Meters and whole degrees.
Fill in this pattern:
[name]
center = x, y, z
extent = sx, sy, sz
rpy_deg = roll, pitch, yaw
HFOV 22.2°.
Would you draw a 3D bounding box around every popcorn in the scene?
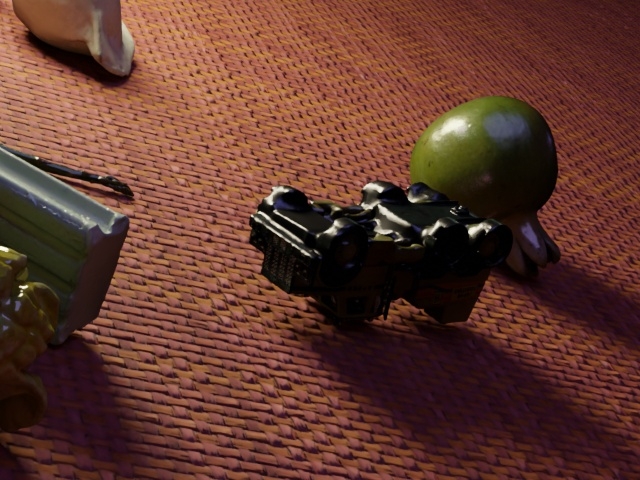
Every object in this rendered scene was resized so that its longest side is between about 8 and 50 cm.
[popcorn]
center = -0.256, 0.062, 1.159
extent = 0.162, 0.136, 0.141
rpy_deg = 26, 29, 2

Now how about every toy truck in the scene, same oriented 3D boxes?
[toy truck]
center = 0.054, 0.016, 1.584
extent = 0.257, 0.127, 0.127
rpy_deg = 2, 23, -41

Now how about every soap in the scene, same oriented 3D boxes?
[soap]
center = -0.265, -0.010, 1.345
extent = 0.198, 0.115, 0.063
rpy_deg = 30, 23, 15

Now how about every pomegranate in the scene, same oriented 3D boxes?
[pomegranate]
center = 0.196, -0.067, 1.866
extent = 0.179, 0.179, 0.210
rpy_deg = 8, 38, -32

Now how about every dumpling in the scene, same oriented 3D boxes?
[dumpling]
center = -0.302, -0.296, 1.981
extent = 0.215, 0.126, 0.166
rpy_deg = 25, 5, 13

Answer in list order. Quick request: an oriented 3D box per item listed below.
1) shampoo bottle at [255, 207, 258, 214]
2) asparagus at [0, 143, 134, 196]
[shampoo bottle]
center = 0.000, 0.000, 1.689
extent = 0.141, 0.034, 0.049
rpy_deg = 17, 15, -16
[asparagus]
center = -0.262, -0.073, 1.629
extent = 0.162, 0.016, 0.016
rpy_deg = 17, 3, -12
